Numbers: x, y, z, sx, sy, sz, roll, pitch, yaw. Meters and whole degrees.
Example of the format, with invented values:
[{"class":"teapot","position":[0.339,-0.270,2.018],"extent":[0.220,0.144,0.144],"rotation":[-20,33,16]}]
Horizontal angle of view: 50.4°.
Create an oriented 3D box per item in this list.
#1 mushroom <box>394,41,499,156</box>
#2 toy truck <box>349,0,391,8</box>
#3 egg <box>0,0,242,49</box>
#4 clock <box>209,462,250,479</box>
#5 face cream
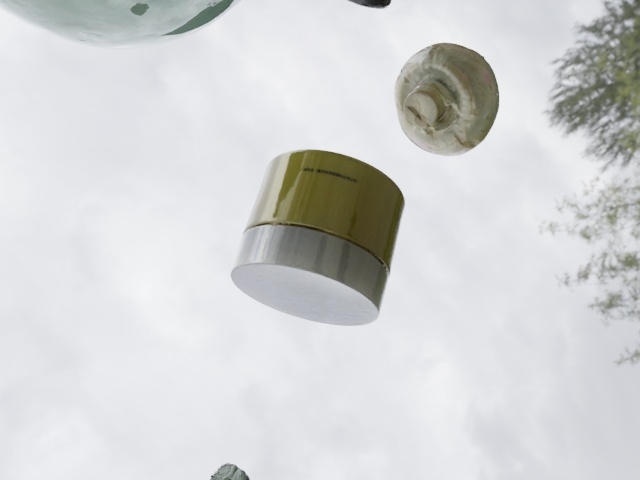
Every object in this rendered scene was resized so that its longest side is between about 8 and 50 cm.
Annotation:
[{"class":"mushroom","position":[0.091,-0.104,0.505],"extent":[0.084,0.083,0.067],"rotation":[55,-139,5]},{"class":"toy truck","position":[0.038,-0.428,0.955],"extent":[0.213,0.161,0.177],"rotation":[17,-157,0]},{"class":"egg","position":[-0.114,-0.290,0.327],"extent":[0.276,0.389,0.276],"rotation":[2,-151,-1]},{"class":"clock","position":[-0.097,0.267,0.678],"extent":[0.010,0.074,0.083],"rotation":[29,-102,-40]},{"class":"face cream","position":[0.000,0.000,0.980],"extent":[0.218,0.218,0.179],"rotation":[27,-115,-24]}]
